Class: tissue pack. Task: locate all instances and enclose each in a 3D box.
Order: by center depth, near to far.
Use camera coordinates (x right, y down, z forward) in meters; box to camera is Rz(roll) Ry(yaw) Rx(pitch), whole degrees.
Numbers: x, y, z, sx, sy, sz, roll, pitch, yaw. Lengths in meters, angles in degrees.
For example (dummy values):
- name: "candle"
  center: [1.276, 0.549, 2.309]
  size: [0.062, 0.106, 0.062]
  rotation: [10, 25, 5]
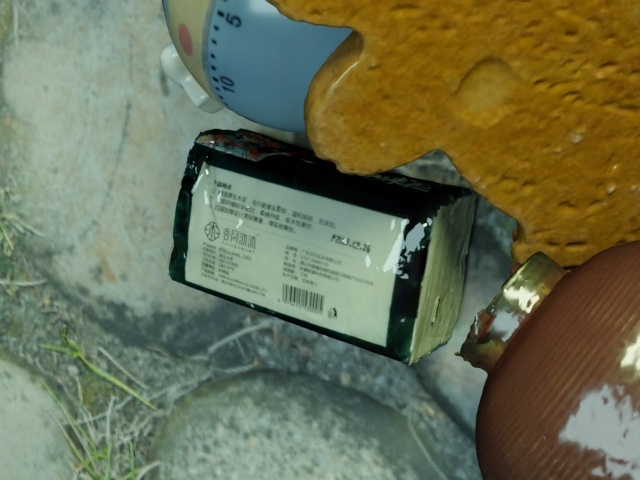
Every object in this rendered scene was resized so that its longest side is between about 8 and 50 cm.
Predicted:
- name: "tissue pack"
  center: [-0.001, -0.001, 0.675]
  size: [0.170, 0.090, 0.103]
  rotation: [17, 110, 23]

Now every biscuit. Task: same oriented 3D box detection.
- name: "biscuit"
  center: [0.086, -0.100, 0.512]
  size: [0.205, 0.324, 0.049]
  rotation: [-43, 40, 27]

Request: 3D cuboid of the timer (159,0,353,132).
- name: "timer"
  center: [-0.051, -0.146, 0.623]
  size: [0.255, 0.175, 0.175]
  rotation: [12, 108, 23]

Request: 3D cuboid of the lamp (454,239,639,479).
- name: "lamp"
  center: [0.187, 0.108, 0.556]
  size: [0.258, 0.180, 0.180]
  rotation: [40, 118, 12]
